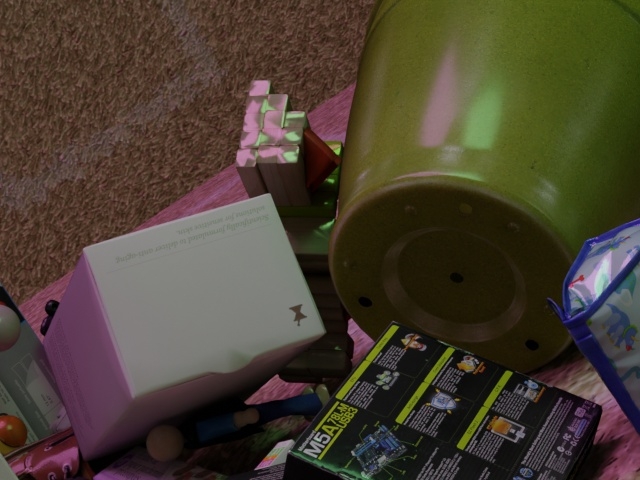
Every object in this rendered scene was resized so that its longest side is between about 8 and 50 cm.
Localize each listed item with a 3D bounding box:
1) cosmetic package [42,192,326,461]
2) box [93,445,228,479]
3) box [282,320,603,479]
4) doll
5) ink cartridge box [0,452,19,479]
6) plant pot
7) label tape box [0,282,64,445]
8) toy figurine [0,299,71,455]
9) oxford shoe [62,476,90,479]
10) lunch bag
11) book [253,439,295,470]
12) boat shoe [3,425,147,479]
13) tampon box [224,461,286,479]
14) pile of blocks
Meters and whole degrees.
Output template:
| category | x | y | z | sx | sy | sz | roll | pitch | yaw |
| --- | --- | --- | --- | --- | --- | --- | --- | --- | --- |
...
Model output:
| category | x | y | z | sx | sy | sz | roll | pitch | yaw |
| --- | --- | --- | --- | --- | --- | --- | --- | --- | --- |
| cosmetic package | -0.150 | 0.099 | 1.490 | 0.197 | 0.155 | 0.365 | -17 | -13 | -22 |
| box | -0.136 | 0.257 | 1.443 | 0.063 | 0.067 | 0.324 | -36 | 14 | -21 |
| box | 0.094 | 0.153 | 1.103 | 0.184 | 0.045 | 0.190 | 19 | 35 | 18 |
| doll | -0.084 | 0.181 | 1.484 | 0.189 | 0.046 | 0.129 | -11 | -4 | -22 |
| ink cartridge box | -0.360 | 0.341 | 1.270 | 0.306 | 0.226 | 0.131 | -37 | 14 | -23 |
| plant pot | 0.168 | -0.066 | 1.434 | 0.366 | 0.366 | 0.353 | -22 | 26 | 35 |
| label tape box | -0.513 | 0.236 | 1.978 | 0.115 | 0.249 | 0.348 | -19 | 17 | 44 |
| toy figurine | -0.365 | 0.179 | 1.923 | 0.213 | 0.209 | 0.148 | -1 | -10 | -36 |
| oxford shoe | -0.319 | 0.336 | 1.536 | 0.227 | 0.083 | 0.096 | -38 | 25 | -8 |
| lunch bag | 0.243 | 0.071 | 1.128 | 0.096 | 0.129 | 0.151 | -28 | 14 | 35 |
| book | -0.042 | 0.242 | 1.206 | 0.035 | 0.096 | 0.144 | -20 | 17 | 40 |
| boat shoe | -0.279 | 0.262 | 1.649 | 0.307 | 0.110 | 0.104 | -38 | 13 | -29 |
| tampon box | -0.042 | 0.256 | 1.091 | 0.101 | 0.120 | 0.161 | -21 | 15 | 38 |
| pile of blocks | 0.000 | 0.000 | 1.560 | 0.113 | 0.362 | 0.149 | 2 | 36 | 12 |
